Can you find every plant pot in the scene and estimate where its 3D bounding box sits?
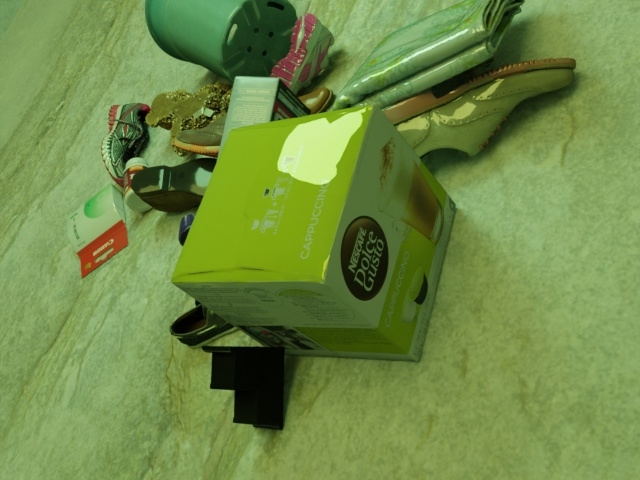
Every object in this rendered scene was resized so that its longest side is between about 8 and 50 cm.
[{"bbox_3d":[-0.246,-0.589,1.954,0.341,0.341,0.334,-48,53,-1],"label":"plant pot"}]

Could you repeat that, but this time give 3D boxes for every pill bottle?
[{"bbox_3d":[-0.502,-0.158,1.992,0.086,0.086,0.152,-33,46,14],"label":"pill bottle"}]

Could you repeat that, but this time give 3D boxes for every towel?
[{"bbox_3d":[0.223,-0.399,1.497,0.374,0.090,0.320,-20,22,37],"label":"towel"}]

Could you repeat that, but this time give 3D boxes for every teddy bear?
[{"bbox_3d":[-0.316,-0.337,1.980,0.337,0.113,0.245,-9,63,24],"label":"teddy bear"}]

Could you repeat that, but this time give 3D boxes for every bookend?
[{"bbox_3d":[-0.142,0.274,1.332,0.072,0.156,0.157,-5,80,35],"label":"bookend"}]

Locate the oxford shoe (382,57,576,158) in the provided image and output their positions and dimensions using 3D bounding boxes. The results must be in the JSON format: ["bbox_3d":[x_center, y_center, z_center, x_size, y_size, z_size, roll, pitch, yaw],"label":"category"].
[{"bbox_3d":[0.317,-0.249,1.430,0.396,0.140,0.147,-18,89,17],"label":"oxford shoe"}]

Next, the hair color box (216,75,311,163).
[{"bbox_3d":[-0.135,-0.141,1.551,0.113,0.185,0.375,8,81,23],"label":"hair color box"}]

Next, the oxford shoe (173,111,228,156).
[{"bbox_3d":[-0.207,-0.270,1.787,0.363,0.130,0.133,4,92,27],"label":"oxford shoe"}]

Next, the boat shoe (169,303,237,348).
[{"bbox_3d":[-0.221,0.156,1.565,0.233,0.079,0.084,-31,45,14],"label":"boat shoe"}]

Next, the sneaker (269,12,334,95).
[{"bbox_3d":[-0.040,-0.439,1.832,0.103,0.111,0.252,49,117,42],"label":"sneaker"}]

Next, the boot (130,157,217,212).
[{"bbox_3d":[-0.319,-0.133,1.834,0.305,0.115,0.112,-2,57,14],"label":"boot"}]

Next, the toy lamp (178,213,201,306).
[{"bbox_3d":[-0.283,0.042,1.691,0.080,0.080,0.275,-36,46,11],"label":"toy lamp"}]

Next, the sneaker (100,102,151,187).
[{"bbox_3d":[-0.569,-0.293,2.121,0.111,0.121,0.299,-8,59,9],"label":"sneaker"}]

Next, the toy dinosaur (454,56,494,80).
[{"bbox_3d":[0.312,-0.390,1.559,0.092,0.053,0.183,-41,44,8],"label":"toy dinosaur"}]

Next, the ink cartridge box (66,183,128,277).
[{"bbox_3d":[-0.631,-0.030,2.026,0.181,0.056,0.225,-34,44,13],"label":"ink cartridge box"}]

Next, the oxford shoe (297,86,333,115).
[{"bbox_3d":[-0.068,-0.326,1.789,0.212,0.076,0.076,-27,46,17],"label":"oxford shoe"}]

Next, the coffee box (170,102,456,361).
[{"bbox_3d":[0.000,0.000,1.319,0.338,0.334,0.338,-2,60,36],"label":"coffee box"}]
